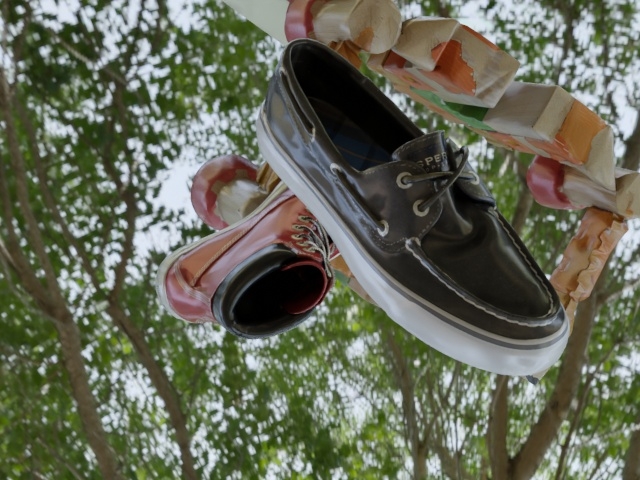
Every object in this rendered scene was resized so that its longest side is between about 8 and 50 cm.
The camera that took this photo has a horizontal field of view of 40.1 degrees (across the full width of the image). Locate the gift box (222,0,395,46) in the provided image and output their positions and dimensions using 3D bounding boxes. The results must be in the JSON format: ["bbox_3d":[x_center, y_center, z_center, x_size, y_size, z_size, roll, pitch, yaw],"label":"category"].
[{"bbox_3d":[-0.032,-0.423,1.159,0.255,0.258,0.277,-23,-129,39],"label":"gift box"}]

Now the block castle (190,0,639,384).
[{"bbox_3d":[0.115,-0.061,0.990,0.303,0.453,0.213,-62,-156,3],"label":"block castle"}]

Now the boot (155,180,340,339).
[{"bbox_3d":[0.000,0.000,0.721,0.244,0.088,0.176,-33,-162,-25],"label":"boot"}]

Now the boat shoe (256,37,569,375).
[{"bbox_3d":[0.046,-0.030,0.459,0.080,0.076,0.228,-20,-128,-29],"label":"boat shoe"}]
